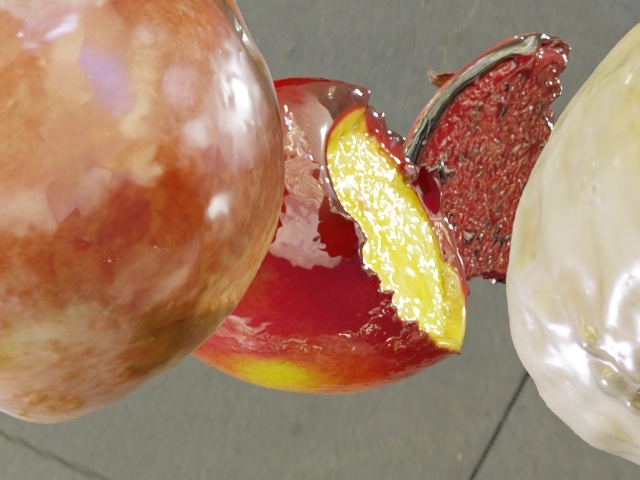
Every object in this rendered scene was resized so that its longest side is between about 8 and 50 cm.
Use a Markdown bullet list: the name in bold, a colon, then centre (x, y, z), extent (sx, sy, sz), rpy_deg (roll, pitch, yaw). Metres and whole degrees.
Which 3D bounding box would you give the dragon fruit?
- **dragon fruit**: centre (0.173, -0.102, 1.846), extent (0.100, 0.282, 0.344), rpy_deg (29, 114, 41)

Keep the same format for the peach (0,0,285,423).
- **peach**: centre (-0.117, -0.047, 0.678), extent (0.232, 0.232, 0.257), rpy_deg (34, 66, -5)

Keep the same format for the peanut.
- **peanut**: centre (0.205, -0.051, 0.485), extent (0.387, 0.192, 0.169), rpy_deg (-46, 72, 36)

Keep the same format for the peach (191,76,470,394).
- **peach**: centre (0.000, 0.000, 0.905), extent (0.226, 0.190, 0.196), rpy_deg (13, 98, -12)
